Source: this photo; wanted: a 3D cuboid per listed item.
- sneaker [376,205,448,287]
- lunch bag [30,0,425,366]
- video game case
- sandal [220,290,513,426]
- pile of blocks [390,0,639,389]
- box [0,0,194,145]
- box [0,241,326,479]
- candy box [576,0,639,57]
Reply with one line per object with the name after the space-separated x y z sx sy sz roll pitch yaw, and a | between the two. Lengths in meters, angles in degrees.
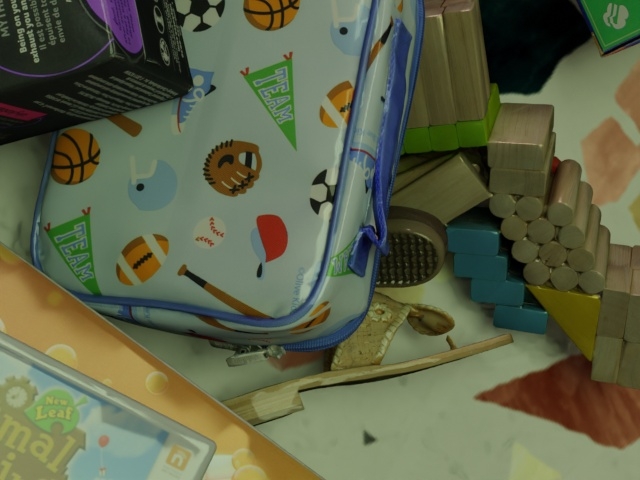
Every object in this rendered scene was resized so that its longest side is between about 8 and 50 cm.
0.000 0.000 1.020 0.188 0.071 0.066 7 111 8 | sneaker
-0.054 -0.069 0.934 0.243 0.115 0.303 6 78 20 | lunch bag
-0.190 0.153 0.769 0.212 0.023 0.193 29 72 -13 | video game case
0.024 0.071 1.011 0.240 0.088 0.079 -16 83 -15 | sandal
0.139 -0.041 1.074 0.362 0.149 0.112 54 27 -14 | pile of blocks
-0.239 -0.144 0.858 0.270 0.143 0.165 -13 85 11 | box
-0.176 0.167 0.876 0.345 0.168 0.215 37 71 -10 | box
0.274 -0.337 1.111 0.268 0.122 0.317 -25 89 -42 | candy box
